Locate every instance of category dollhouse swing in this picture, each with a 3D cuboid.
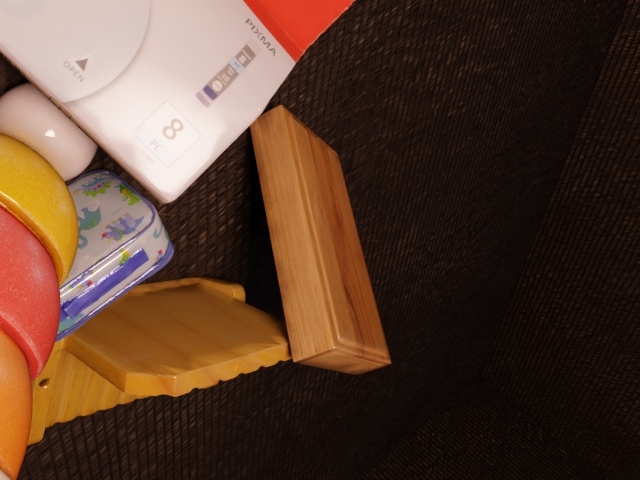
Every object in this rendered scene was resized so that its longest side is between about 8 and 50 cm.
[{"bbox_3d":[-0.249,0.220,0.903,0.347,0.305,0.315,-6,123,-50],"label":"dollhouse swing"}]

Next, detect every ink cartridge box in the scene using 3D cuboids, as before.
[{"bbox_3d":[-0.142,-0.280,0.618,0.385,0.091,0.308,-47,112,-8],"label":"ink cartridge box"}]

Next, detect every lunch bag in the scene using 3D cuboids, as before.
[{"bbox_3d":[-0.315,0.018,0.761,0.219,0.176,0.090,-40,143,-22],"label":"lunch bag"}]

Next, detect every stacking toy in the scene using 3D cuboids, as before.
[{"bbox_3d":[-0.365,0.008,0.582,0.350,0.351,0.479,80,19,-46],"label":"stacking toy"}]

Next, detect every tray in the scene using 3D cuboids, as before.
[{"bbox_3d":[0.000,0.000,0.959,0.076,0.410,0.203,-22,154,22],"label":"tray"}]
